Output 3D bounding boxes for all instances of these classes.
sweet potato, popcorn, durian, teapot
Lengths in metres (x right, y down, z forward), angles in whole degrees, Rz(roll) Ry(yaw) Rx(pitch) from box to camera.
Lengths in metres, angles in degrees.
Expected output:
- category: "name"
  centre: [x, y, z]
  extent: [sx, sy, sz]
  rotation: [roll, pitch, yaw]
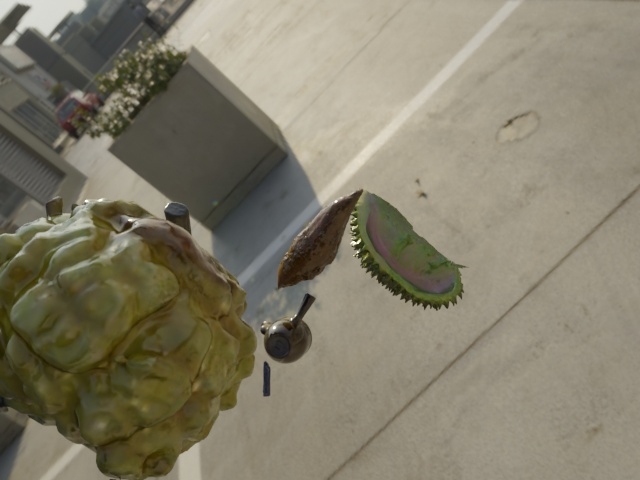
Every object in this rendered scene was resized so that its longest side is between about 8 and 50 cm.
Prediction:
- category: "sweet potato"
  centre: [0.000, 0.000, 0.922]
  extent: [0.206, 0.068, 0.060]
  rotation: [-55, 8, 25]
- category: "popcorn"
  centre: [-0.145, 0.066, 0.445]
  extent: [0.169, 0.189, 0.218]
  rotation: [-59, -7, -18]
- category: "durian"
  centre: [0.192, 0.040, 1.434]
  extent: [0.169, 0.352, 0.158]
  rotation: [-52, 14, 2]
- category: "teapot"
  centre: [-0.049, 0.126, 0.933]
  extent: [0.110, 0.085, 0.080]
  rotation: [-65, -11, 9]

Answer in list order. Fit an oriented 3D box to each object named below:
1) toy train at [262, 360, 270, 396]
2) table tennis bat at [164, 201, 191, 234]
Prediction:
- category: "toy train"
  centre: [-0.126, 0.325, 1.468]
  extent: [0.017, 0.017, 0.083]
  rotation: [-14, -75, -80]
- category: "table tennis bat"
  centre: [-0.160, 0.047, 0.755]
  extent: [0.022, 0.131, 0.234]
  rotation: [-52, -22, -38]
